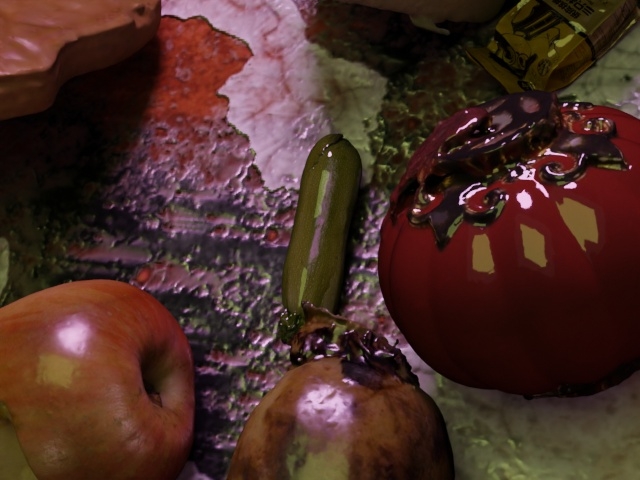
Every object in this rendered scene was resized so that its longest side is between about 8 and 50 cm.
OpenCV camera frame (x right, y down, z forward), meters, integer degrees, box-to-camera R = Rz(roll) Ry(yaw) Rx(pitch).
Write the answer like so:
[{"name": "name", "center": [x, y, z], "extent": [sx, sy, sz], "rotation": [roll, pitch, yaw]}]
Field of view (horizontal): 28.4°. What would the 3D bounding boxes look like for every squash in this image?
[{"name": "squash", "center": [0.000, 0.000, 0.997], "extent": [0.052, 0.052, 0.183], "rotation": [0, 67, 21]}]

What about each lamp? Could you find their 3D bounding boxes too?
[{"name": "lamp", "center": [0.146, -0.002, 0.846], "extent": [0.227, 0.227, 0.227], "rotation": [-9, 63, 17]}]

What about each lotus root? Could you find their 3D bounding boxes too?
[{"name": "lotus root", "center": [0.011, 0.195, 0.827], "extent": [0.141, 0.169, 0.314], "rotation": [2, 70, 25]}]

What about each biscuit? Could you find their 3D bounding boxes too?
[{"name": "biscuit", "center": [-0.344, -0.226, 1.107], "extent": [0.385, 0.062, 0.365], "rotation": [17, 33, 14]}]

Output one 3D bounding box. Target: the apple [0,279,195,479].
[{"name": "apple", "center": [-0.192, 0.118, 0.945], "extent": [0.199, 0.199, 0.199], "rotation": [-9, 63, 17]}]

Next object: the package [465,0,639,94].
[{"name": "package", "center": [0.186, -0.165, 1.009], "extent": [0.131, 0.047, 0.071], "rotation": [-43, 61, -2]}]

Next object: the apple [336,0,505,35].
[{"name": "apple", "center": [0.113, -0.339, 0.981], "extent": [0.252, 0.309, 0.314], "rotation": [26, 30, -5]}]
